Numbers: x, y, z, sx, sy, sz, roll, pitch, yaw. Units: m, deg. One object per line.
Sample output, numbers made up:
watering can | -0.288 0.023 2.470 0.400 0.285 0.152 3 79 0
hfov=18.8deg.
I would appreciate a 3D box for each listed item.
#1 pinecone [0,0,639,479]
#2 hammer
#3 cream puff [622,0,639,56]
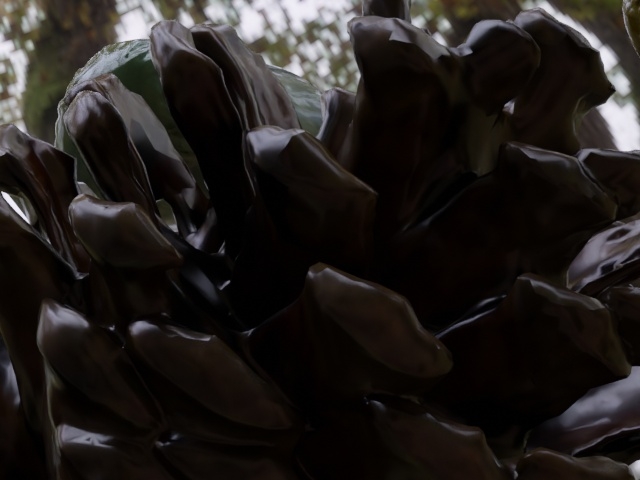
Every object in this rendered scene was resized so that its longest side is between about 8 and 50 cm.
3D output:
pinecone | -0.004 0.039 0.390 0.179 0.150 0.195 32 -62 -5
hammer | 0.000 0.000 1.179 0.206 0.335 0.119 2 -57 -58
cream puff | 0.240 -0.129 1.100 0.121 0.156 0.156 -9 -52 -29
